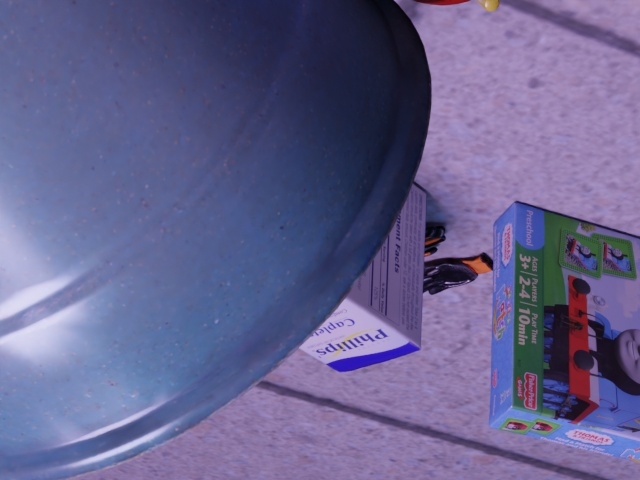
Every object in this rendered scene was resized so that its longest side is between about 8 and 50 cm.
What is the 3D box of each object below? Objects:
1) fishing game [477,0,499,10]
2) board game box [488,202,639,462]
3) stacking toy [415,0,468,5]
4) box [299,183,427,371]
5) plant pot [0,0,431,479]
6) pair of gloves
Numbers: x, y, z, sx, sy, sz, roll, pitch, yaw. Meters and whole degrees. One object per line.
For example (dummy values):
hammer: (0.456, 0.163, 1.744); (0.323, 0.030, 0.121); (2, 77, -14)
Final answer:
fishing game: (0.013, -0.219, 0.664); (0.041, 0.189, 0.264); (-30, 121, -2)
board game box: (0.218, 0.074, 1.130); (0.212, 0.160, 0.039); (16, 146, -16)
stacking toy: (0.163, -0.184, 0.774); (0.330, 0.141, 0.141); (-9, 146, 35)
box: (0.000, 0.000, 1.077); (0.072, 0.126, 0.137); (-23, 138, 36)
plant pot: (-0.176, -0.119, 0.754); (0.341, 0.341, 0.334); (-14, 136, 28)
pair of gloves: (0.077, 0.015, 1.198); (0.074, 0.010, 0.083); (-23, 141, 36)
